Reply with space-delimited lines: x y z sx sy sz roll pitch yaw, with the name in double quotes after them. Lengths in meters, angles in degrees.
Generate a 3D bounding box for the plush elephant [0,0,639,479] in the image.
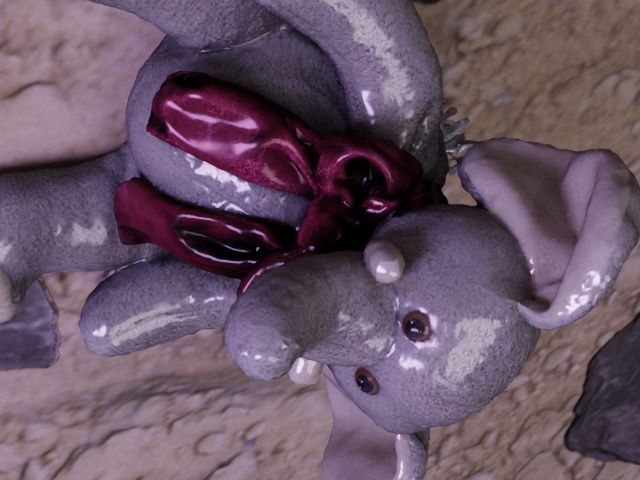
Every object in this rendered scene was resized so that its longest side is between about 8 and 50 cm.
0.000 0.000 0.869 0.330 0.255 0.272 5 126 -39 "plush elephant"
